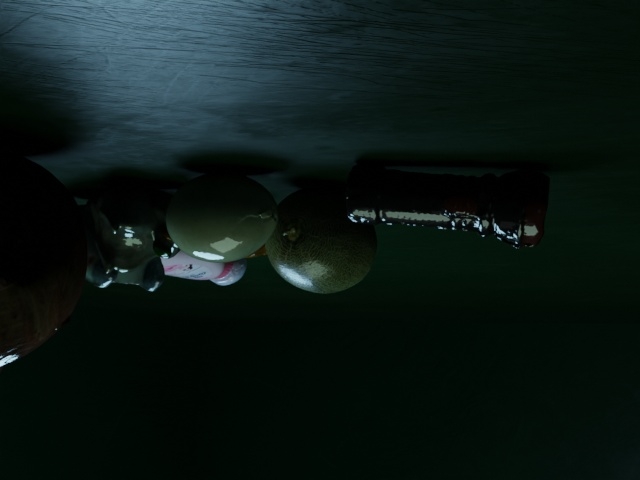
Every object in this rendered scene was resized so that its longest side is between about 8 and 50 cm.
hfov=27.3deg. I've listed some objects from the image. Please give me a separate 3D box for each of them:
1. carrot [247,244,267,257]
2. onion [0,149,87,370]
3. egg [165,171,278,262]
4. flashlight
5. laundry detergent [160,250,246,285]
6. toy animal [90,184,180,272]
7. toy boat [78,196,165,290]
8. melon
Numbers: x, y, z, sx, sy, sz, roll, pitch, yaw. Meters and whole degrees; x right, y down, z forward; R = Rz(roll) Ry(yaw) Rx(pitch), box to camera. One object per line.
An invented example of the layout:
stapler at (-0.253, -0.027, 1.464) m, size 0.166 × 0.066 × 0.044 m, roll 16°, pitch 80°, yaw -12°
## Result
carrot at (-0.176, -0.019, 1.929) m, size 0.260 × 0.070 × 0.070 m, roll 12°, pitch 169°, yaw -42°
onion at (-0.451, 0.025, 1.544) m, size 0.354 × 0.353 × 0.353 m, roll 4°, pitch 172°, yaw 0°
egg at (-0.122, -0.029, 1.639) m, size 0.152 × 0.114 × 0.114 m, roll -4°, pitch 169°, yaw 33°
flashlight at (0.143, -0.046, 1.510) m, size 0.232 × 0.093 × 0.093 m, roll 6°, pitch 173°, yaw 10°
laundry detergent at (-0.232, 0.019, 2.155) m, size 0.159 × 0.087 × 0.335 m, roll 5°, pitch 174°, yaw 26°
toy animal at (-0.192, -0.034, 1.790) m, size 0.236 × 0.138 × 0.108 m, roll -16°, pitch 137°, yaw -22°
toy boat at (-0.301, 0.002, 1.875) m, size 0.134 × 0.078 × 0.208 m, roll 4°, pitch -158°, yaw -34°
melon at (0.000, 0.000, 1.713) m, size 0.139 × 0.139 × 0.192 m, roll 0°, pitch 170°, yaw 27°
